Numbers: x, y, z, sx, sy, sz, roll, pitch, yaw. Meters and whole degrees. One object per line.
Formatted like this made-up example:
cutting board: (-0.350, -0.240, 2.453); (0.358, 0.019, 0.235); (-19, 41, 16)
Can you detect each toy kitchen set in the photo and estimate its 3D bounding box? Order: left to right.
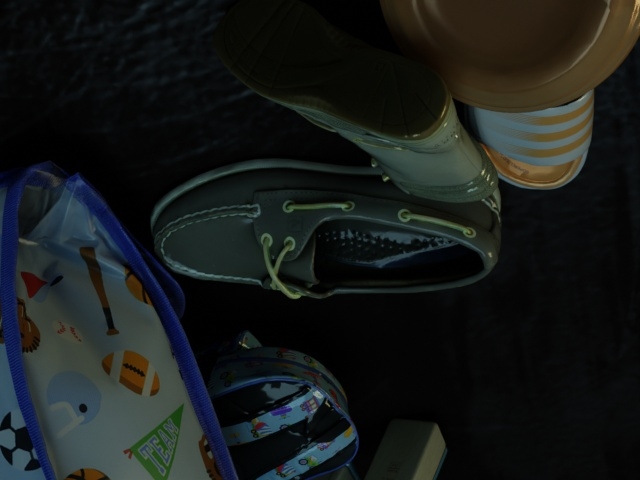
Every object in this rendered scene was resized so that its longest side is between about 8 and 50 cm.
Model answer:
toy kitchen set: (0.031, 0.276, 1.298); (0.207, 0.122, 0.166); (2, 134, 30)

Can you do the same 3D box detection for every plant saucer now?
plant saucer: (0.129, -0.183, 0.878); (0.200, 0.037, 0.200); (9, 114, 22)

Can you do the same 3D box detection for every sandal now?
sandal: (0.155, -0.131, 0.946); (0.102, 0.076, 0.265); (-3, 130, 8)

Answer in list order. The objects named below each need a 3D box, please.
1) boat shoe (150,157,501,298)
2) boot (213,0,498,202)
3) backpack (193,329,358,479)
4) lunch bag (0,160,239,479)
boat shoe: (-0.001, -0.004, 1.056); (0.305, 0.091, 0.109); (-3, 130, 8)
boot: (0.029, -0.104, 0.969); (0.213, 0.077, 0.165); (28, 175, 30)
backpack: (-0.053, 0.161, 1.183); (0.173, 0.117, 0.158); (-25, 123, 24)
lunch bag: (-0.267, 0.161, 1.080); (0.328, 0.239, 0.385); (-26, 83, 33)
